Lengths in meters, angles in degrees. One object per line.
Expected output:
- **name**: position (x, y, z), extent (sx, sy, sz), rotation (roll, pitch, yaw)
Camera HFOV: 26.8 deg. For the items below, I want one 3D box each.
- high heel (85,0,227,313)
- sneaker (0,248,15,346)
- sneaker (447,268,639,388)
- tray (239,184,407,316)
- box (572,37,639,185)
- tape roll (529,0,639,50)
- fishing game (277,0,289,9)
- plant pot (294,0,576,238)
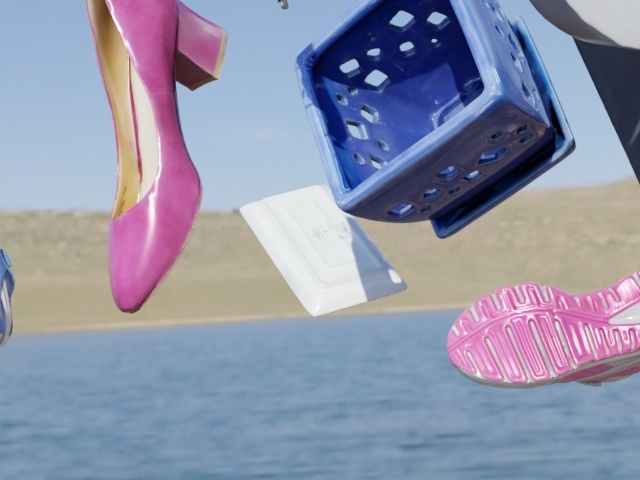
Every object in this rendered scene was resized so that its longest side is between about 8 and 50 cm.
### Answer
- **high heel**: position (-0.137, -0.076, 0.928), extent (0.117, 0.244, 0.082), rotation (26, -24, -32)
- **sneaker**: position (-0.244, 0.012, 0.920), extent (0.053, 0.144, 0.059), rotation (-16, -17, 15)
- **sneaker**: position (0.248, 0.100, 1.310), extent (0.252, 0.103, 0.111), rotation (-7, -26, -1)
- **tray**: position (0.000, 0.000, 1.865), extent (0.145, 0.030, 0.270), rotation (-15, 39, -19)
- **box**: position (0.431, -0.189, 1.438), extent (0.179, 0.343, 0.312), rotation (-19, 17, 32)
- **tape roll**: position (0.269, -0.270, 1.123), extent (0.219, 0.219, 0.072), rotation (-2, 12, -20)
- **fishing game**: position (-0.073, -0.346, 1.301), extent (0.041, 0.189, 0.264), rotation (-17, -27, -3)
- **plant pot**: position (0.139, -0.150, 1.506), extent (0.236, 0.236, 0.212), rotation (-36, -38, 28)
